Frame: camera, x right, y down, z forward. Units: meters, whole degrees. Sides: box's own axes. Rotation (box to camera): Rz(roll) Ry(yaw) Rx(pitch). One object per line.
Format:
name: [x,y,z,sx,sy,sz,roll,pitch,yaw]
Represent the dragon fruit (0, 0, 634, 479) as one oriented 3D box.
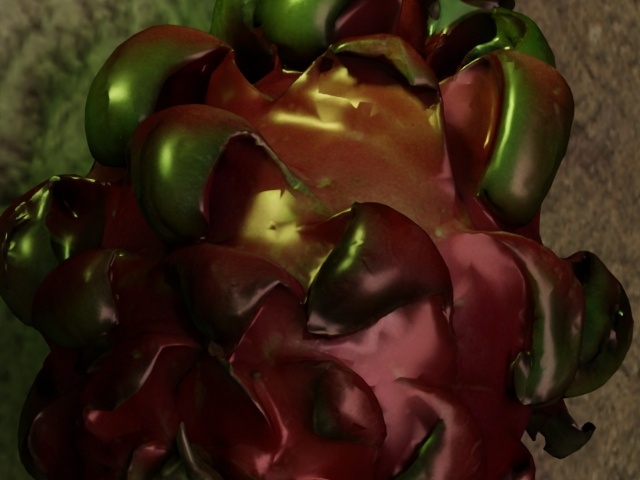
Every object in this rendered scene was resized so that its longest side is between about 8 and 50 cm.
dragon fruit: [-0.001,0.003,0.645,0.198,0.218,0.272,25,66,-81]
